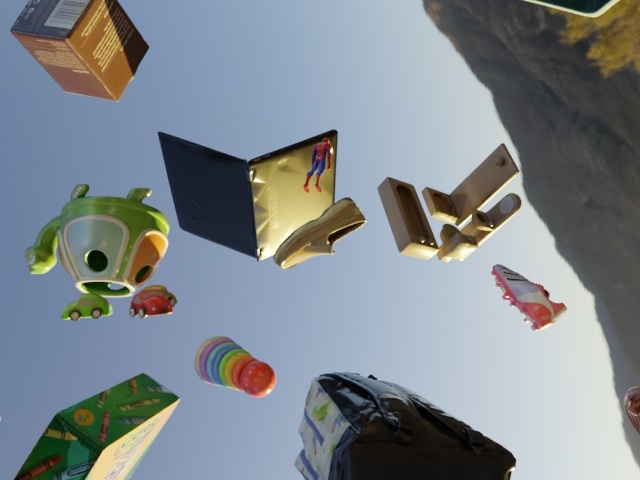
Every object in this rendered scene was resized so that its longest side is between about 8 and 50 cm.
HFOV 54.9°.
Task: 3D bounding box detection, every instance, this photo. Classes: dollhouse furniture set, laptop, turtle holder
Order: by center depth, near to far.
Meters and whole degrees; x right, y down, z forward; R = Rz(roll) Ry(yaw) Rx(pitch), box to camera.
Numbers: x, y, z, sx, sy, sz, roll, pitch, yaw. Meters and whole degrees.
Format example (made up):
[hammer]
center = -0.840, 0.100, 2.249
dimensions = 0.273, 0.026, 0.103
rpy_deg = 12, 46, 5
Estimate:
[dollhouse furniture set]
center = 0.179, -0.059, 0.820
dimensions = 0.151, 0.123, 0.144
rpy_deg = 14, -135, -32
[turtle holder]
center = -0.532, 0.007, 1.475
dimensions = 0.320, 0.243, 0.227
rpy_deg = 10, -116, -20
[laptop]
center = -0.187, -0.156, 1.720
dimensions = 0.236, 0.408, 0.382
rpy_deg = 53, 156, 33

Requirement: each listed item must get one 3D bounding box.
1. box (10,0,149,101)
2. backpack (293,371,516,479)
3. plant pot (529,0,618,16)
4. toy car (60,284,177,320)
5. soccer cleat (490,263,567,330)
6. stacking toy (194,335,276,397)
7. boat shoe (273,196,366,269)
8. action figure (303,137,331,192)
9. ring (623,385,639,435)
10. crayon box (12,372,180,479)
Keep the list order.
[box]
center = -0.528, -0.447, 1.372
dimensions = 0.203, 0.167, 0.168
rpy_deg = 62, -134, -60
[backpack]
center = 0.090, 0.339, 1.021
dimensions = 0.290, 0.273, 0.355
rpy_deg = 11, -167, -22
[plant pot]
center = 0.401, -0.542, 0.969
dimensions = 0.247, 0.247, 0.252
rpy_deg = 161, 124, -89
[toy car]
center = -0.408, 0.126, 1.248
dimensions = 0.239, 0.225, 0.053
rpy_deg = 174, 92, -80
[soccer cleat]
center = 0.508, 0.128, 1.526
dimensions = 0.083, 0.095, 0.248
rpy_deg = 60, -177, -30
[stacking toy]
center = -0.220, 0.348, 1.639
dimensions = 0.141, 0.330, 0.141
rpy_deg = -1, -87, -30
[boat shoe]
center = 0.000, 0.000, 1.147
dimensions = 0.072, 0.190, 0.068
rpy_deg = 53, -176, 26
[action figure]
center = -0.002, -0.133, 1.064
dimensions = 0.030, 0.038, 0.115
rpy_deg = 50, -135, -48
[ring]
center = 0.727, 0.415, 1.175
dimensions = 0.336, 0.032, 0.336
rpy_deg = 45, 166, 14
[crayon box]
center = -0.322, 0.305, 0.893
dimensions = 0.081, 0.165, 0.278
rpy_deg = 33, -177, 7
